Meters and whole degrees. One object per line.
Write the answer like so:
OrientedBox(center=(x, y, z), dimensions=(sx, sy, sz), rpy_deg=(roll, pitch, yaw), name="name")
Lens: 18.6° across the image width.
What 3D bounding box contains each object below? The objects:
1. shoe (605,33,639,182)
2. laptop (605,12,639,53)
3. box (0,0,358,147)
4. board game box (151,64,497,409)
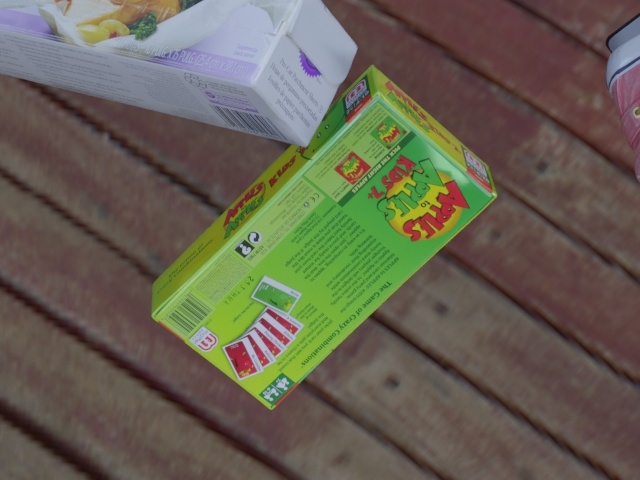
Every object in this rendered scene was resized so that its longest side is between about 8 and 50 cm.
OrientedBox(center=(0.230, -0.092, 1.005), dimensions=(0.063, 0.178, 0.081), rpy_deg=(24, 46, -42), name="shoe")
OrientedBox(center=(0.395, -0.049, 1.566), dimensions=(0.236, 0.408, 0.382), rpy_deg=(-36, 90, -34), name="laptop")
OrientedBox(center=(-0.133, -0.119, 1.031), dimensions=(0.324, 0.067, 0.063), rpy_deg=(15, 69, 34), name="box")
OrientedBox(center=(0.000, 0.000, 1.082), dimensions=(0.092, 0.043, 0.181), rpy_deg=(39, 108, -20), name="board game box")
